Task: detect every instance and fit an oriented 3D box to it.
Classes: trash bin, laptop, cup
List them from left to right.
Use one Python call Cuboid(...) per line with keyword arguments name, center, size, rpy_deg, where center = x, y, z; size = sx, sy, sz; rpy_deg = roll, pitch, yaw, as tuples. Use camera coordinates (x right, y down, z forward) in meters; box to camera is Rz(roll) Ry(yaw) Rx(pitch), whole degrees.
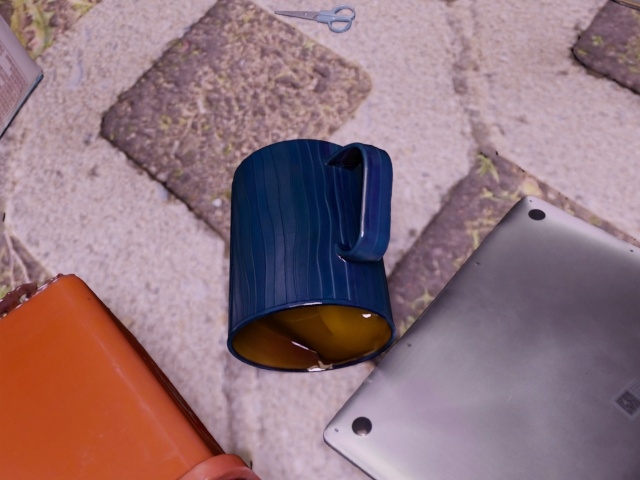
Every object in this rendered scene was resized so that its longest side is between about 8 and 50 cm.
Cuboid(name="trash bin", center=(-0.147, 0.155, 0.467), size=(0.184, 0.161, 0.238), rpy_deg=(-37, 54, -12))
Cuboid(name="cup", center=(0.004, 0.005, 0.533), size=(0.150, 0.113, 0.138), rpy_deg=(-21, 56, 24))
Cuboid(name="laptop", center=(0.153, 0.086, 0.495), size=(0.187, 0.015, 0.269), rpy_deg=(32, 59, 25))

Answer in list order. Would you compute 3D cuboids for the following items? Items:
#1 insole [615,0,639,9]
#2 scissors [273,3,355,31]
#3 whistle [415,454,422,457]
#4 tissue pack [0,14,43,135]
Cuboid(name="insole", center=(0.332, -0.207, 0.663), size=(0.188, 0.004, 0.064), rpy_deg=(32, 70, 24))
Cuboid(name="scissors", center=(-0.007, -0.221, 0.729), size=(0.083, 0.006, 0.036), rpy_deg=(11, 62, 16))
Cuboid(name="whistle", center=(0.069, 0.194, 0.474), size=(0.046, 0.057, 0.109), rpy_deg=(-26, 58, 49))
Cuboid(name="tissue pack", center=(-0.377, -0.161, 0.634), size=(0.124, 0.225, 0.185), rpy_deg=(18, 65, 19))
